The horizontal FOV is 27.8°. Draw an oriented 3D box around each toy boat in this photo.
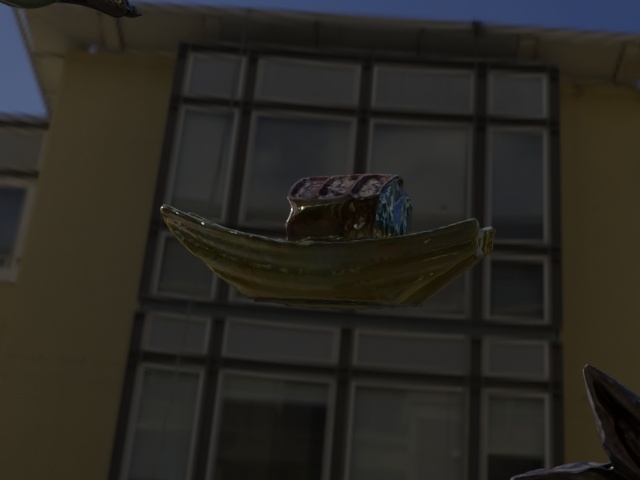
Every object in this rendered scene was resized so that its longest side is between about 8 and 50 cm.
[{"bbox_3d":[0.000,0.000,0.636,0.172,0.066,0.065,0,-6,27],"label":"toy boat"}]

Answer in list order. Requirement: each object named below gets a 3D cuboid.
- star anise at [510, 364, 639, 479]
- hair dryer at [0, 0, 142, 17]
[{"bbox_3d":[0.220,0.183,0.824,0.262,0.230,0.081,-37,1,9],"label":"star anise"},{"bbox_3d":[-0.088,-0.071,0.273,0.047,0.071,0.150,-47,-28,20],"label":"hair dryer"}]
